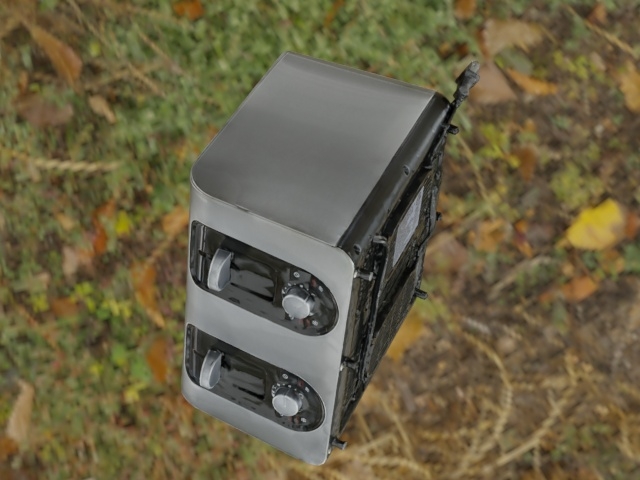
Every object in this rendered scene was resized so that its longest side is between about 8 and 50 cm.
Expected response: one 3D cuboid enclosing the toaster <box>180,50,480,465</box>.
[{"bbox_3d":[0.000,0.000,0.873,0.110,0.186,0.168,20,134,13],"label":"toaster"}]
